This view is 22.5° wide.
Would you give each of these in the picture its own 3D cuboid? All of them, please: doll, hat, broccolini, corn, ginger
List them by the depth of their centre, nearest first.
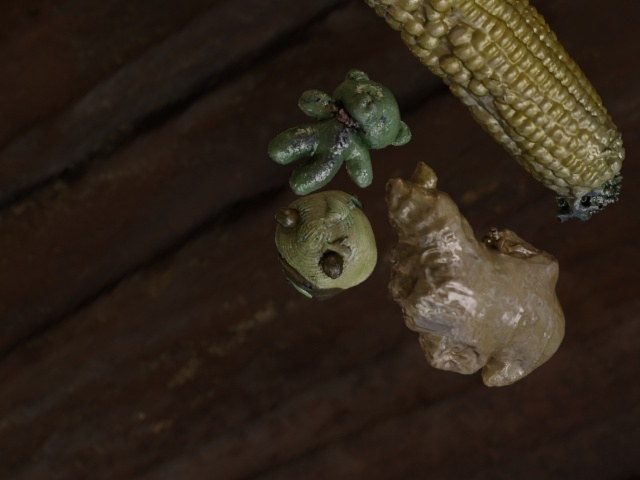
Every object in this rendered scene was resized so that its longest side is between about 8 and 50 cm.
[{"bbox_3d":[0.096,-0.142,1.056,0.086,0.288,0.086,-37,-159,17],"label":"corn"},{"bbox_3d":[-0.001,0.000,1.229,0.076,0.077,0.059,-27,163,14],"label":"hat"},{"bbox_3d":[0.114,0.037,1.295,0.074,0.213,0.137,2,-114,44],"label":"ginger"},{"bbox_3d":[0.184,-0.109,1.440,0.071,0.254,0.057,-55,-152,-16],"label":"broccolini"},{"bbox_3d":[0.021,-0.106,1.618,0.150,0.115,0.077,-39,-178,-21],"label":"doll"}]
